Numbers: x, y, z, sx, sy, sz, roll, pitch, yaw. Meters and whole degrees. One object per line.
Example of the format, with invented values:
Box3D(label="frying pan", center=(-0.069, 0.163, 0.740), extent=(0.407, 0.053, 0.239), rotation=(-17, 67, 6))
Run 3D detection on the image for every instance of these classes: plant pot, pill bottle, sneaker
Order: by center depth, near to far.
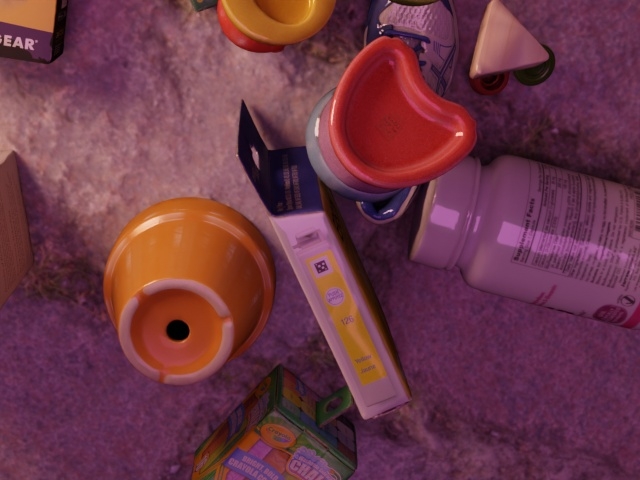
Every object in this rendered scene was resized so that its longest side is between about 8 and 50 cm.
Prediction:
Box3D(label="sneaker", center=(0.096, -0.159, 1.507), extent=(0.112, 0.131, 0.296), rotation=(6, 106, 1))
Box3D(label="pill bottle", center=(0.253, -0.006, 1.535), extent=(0.283, 0.160, 0.160), rotation=(15, 107, -3))
Box3D(label="plant pot", center=(-0.157, 0.072, 1.548), extent=(0.205, 0.188, 0.205), rotation=(0, 107, 1))

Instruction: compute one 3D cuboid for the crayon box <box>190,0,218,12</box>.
Box3D(label="crayon box", center=(-0.017, -0.397, 1.459), extent=(0.323, 0.083, 0.203), rotation=(-18, 106, 5))

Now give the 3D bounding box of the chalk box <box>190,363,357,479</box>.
Box3D(label="chalk box", center=(-0.042, 0.251, 1.632), extent=(0.132, 0.132, 0.213), rotation=(40, 102, -11))

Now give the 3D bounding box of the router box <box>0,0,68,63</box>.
Box3D(label="router box", center=(-0.427, -0.341, 1.479), extent=(0.308, 0.081, 0.243), rotation=(8, 107, -2))

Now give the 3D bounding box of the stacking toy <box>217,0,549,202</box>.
Box3D(label="stacking toy", center=(0.057, -0.210, 1.423), extent=(0.279, 0.130, 0.309), rotation=(-34, 92, -18))

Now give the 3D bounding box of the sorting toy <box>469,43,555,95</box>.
Box3D(label="sorting toy", center=(0.214, -0.205, 1.543), extent=(0.102, 0.042, 0.061), rotation=(-17, 122, -7))

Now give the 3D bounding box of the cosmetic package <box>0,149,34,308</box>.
Box3D(label="cosmetic package", center=(-0.446, 0.017, 1.441), extent=(0.197, 0.365, 0.155), rotation=(-5, 107, 3))

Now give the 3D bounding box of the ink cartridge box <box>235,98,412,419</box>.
Box3D(label="ink cartridge box", center=(0.000, 0.000, 1.465), extent=(0.072, 0.303, 0.307), rotation=(-21, 107, 4))
